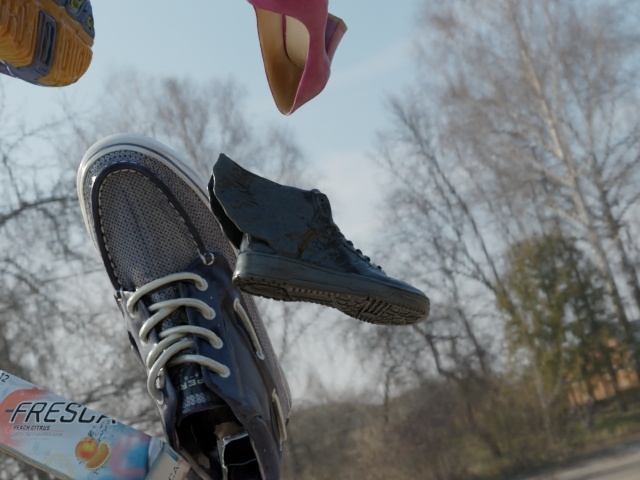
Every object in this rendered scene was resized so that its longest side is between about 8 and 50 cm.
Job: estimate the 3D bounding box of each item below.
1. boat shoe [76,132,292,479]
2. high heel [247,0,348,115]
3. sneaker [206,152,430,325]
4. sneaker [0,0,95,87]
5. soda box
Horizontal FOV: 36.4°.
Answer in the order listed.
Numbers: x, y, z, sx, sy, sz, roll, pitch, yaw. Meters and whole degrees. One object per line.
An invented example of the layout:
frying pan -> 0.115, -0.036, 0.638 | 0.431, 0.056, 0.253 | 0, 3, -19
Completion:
boat shoe -> -0.116, 0.073, 0.865 | 0.127, 0.340, 0.158 | -25, 19, 7
high heel -> -0.045, -0.201, 0.973 | 0.117, 0.082, 0.244 | -61, -14, 4
sneaker -> 0.000, 0.001, 0.689 | 0.170, 0.089, 0.051 | 12, -25, -9
sneaker -> -0.264, -0.175, 0.586 | 0.131, 0.112, 0.296 | -7, -20, 26
soda box -> -0.204, 0.172, 0.817 | 0.183, 0.058, 0.063 | 16, -25, 25
